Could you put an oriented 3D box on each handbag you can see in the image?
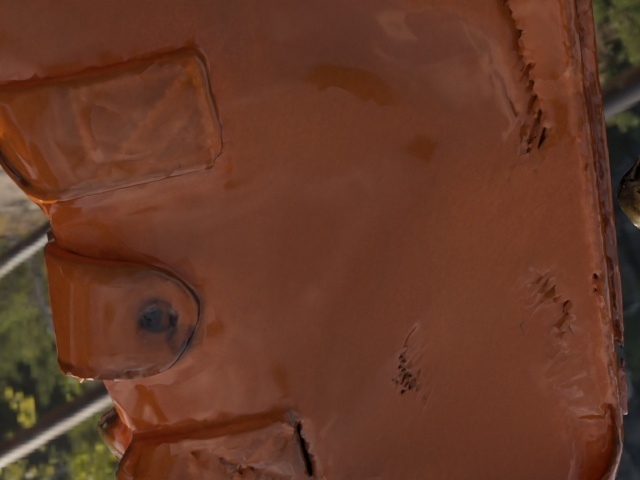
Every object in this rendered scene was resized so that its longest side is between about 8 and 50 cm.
[{"bbox_3d":[0.000,0.000,0.581,0.304,0.116,0.410,-15,117,-5],"label":"handbag"}]

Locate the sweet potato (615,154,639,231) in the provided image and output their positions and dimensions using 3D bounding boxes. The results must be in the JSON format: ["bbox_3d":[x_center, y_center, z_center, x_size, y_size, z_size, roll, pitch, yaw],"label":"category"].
[{"bbox_3d":[0.228,-0.112,0.575,0.085,0.112,0.285,21,130,15],"label":"sweet potato"}]
